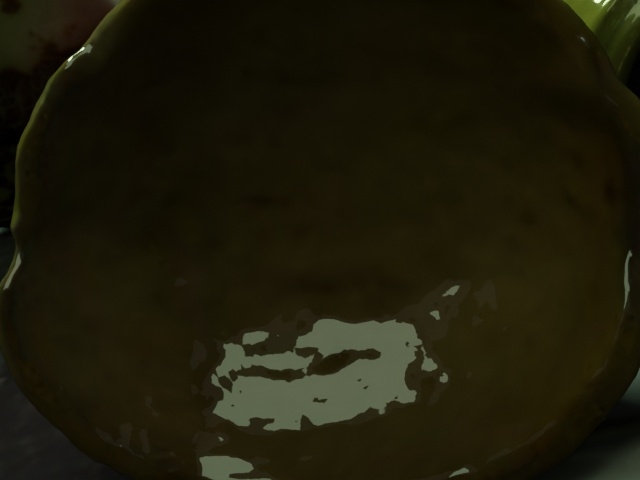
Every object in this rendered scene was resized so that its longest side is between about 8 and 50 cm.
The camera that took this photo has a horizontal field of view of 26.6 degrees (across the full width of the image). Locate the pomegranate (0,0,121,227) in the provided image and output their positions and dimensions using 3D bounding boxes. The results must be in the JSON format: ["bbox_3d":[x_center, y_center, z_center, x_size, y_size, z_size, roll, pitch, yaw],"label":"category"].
[{"bbox_3d":[-0.105,-0.103,0.566,0.247,0.214,0.214,9,45,34],"label":"pomegranate"}]

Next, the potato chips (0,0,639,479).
[{"bbox_3d":[0.001,-0.001,0.432,0.208,0.195,0.062,-39,-8,11],"label":"potato chips"}]

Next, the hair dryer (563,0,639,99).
[{"bbox_3d":[0.027,-0.029,0.506,0.278,0.090,0.135,-34,37,-6],"label":"hair dryer"}]
